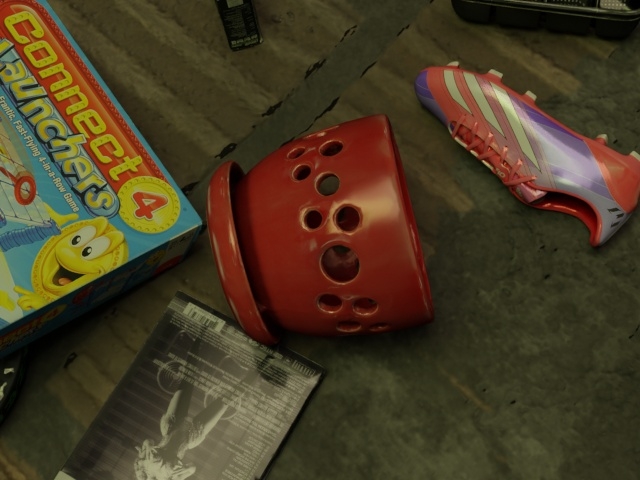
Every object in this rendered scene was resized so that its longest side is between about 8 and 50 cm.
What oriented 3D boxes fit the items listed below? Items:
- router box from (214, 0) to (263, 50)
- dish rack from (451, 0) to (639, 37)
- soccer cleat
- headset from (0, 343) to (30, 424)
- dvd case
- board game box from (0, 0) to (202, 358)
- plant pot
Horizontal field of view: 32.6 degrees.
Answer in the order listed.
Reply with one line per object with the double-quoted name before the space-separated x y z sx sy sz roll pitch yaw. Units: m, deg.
"router box" -0.099 -0.276 1.149 0.038 0.092 0.122 -18 65 -2
"dish rack" 0.250 -0.339 1.153 0.208 0.074 0.271 9 67 9
"soccer cleat" 0.188 -0.087 1.048 0.248 0.083 0.095 30 77 14
"headset" -0.472 0.087 1.028 0.394 0.185 0.243 15 71 -5
"dvd case" -0.119 0.174 0.995 0.164 0.018 0.221 27 71 15
"board game box" -0.318 -0.055 0.986 0.302 0.086 0.308 -31 79 -32
"plant pot" 0.000 0.000 0.968 0.174 0.191 0.191 -15 66 5
